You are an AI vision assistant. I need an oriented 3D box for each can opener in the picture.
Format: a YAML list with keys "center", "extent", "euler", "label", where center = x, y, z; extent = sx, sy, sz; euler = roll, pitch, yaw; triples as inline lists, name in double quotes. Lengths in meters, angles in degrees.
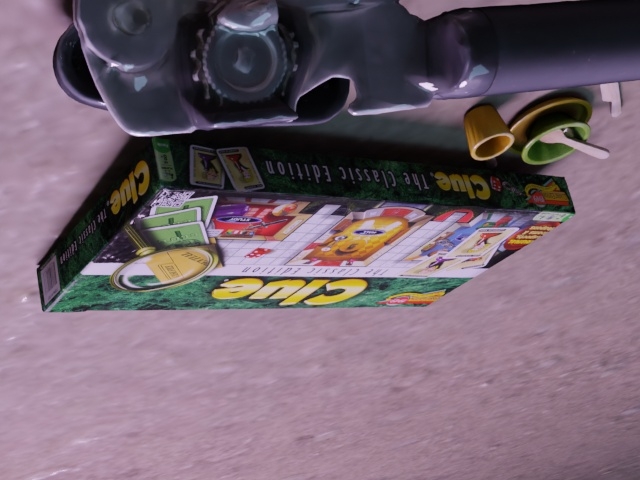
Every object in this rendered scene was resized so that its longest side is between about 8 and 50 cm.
- center: [0.046, -0.086, 0.373]
  extent: [0.283, 0.076, 0.095]
  euler: [-8, -174, -22]
  label: "can opener"

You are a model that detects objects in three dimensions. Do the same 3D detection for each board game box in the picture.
- center: [0.000, 0.000, 0.529]
  extent: [0.259, 0.030, 0.136]
  euler: [2, 156, -37]
  label: "board game box"

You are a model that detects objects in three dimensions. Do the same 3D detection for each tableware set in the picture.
- center: [0.144, -0.075, 0.489]
  extent: [0.154, 0.024, 0.104]
  euler: [-23, 155, 10]
  label: "tableware set"
